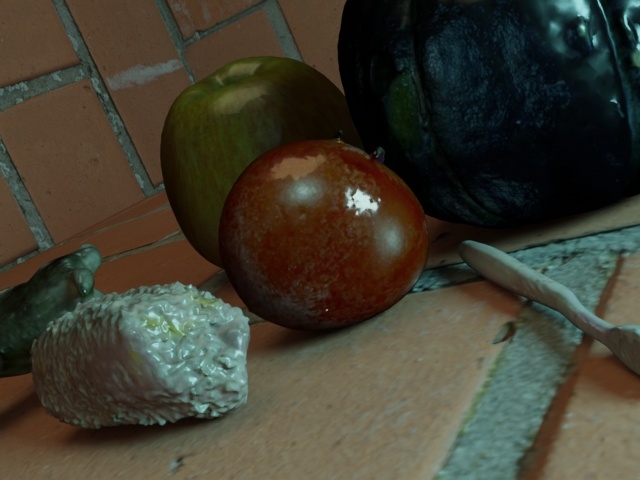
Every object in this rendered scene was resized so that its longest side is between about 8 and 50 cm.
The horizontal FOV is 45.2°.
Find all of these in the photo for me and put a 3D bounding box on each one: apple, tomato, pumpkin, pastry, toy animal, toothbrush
[{"bbox_3d":[-0.069,-0.100,0.930,0.264,0.264,0.264,-22,12,5],"label":"apple"},{"bbox_3d":[0.000,0.000,0.607,0.167,0.167,0.167,-22,12,5],"label":"tomato"},{"bbox_3d":[0.194,-0.165,0.666,0.363,0.266,0.363,-17,13,4],"label":"pumpkin"},{"bbox_3d":[-0.153,0.089,0.592,0.112,0.103,0.265,-10,-3,-32],"label":"pastry"},{"bbox_3d":[-0.297,0.096,0.765,0.233,0.121,0.168,-31,-4,5],"label":"toy animal"},{"bbox_3d":[0.143,0.031,0.481,0.029,0.025,0.307,-16,12,-6],"label":"toothbrush"}]
